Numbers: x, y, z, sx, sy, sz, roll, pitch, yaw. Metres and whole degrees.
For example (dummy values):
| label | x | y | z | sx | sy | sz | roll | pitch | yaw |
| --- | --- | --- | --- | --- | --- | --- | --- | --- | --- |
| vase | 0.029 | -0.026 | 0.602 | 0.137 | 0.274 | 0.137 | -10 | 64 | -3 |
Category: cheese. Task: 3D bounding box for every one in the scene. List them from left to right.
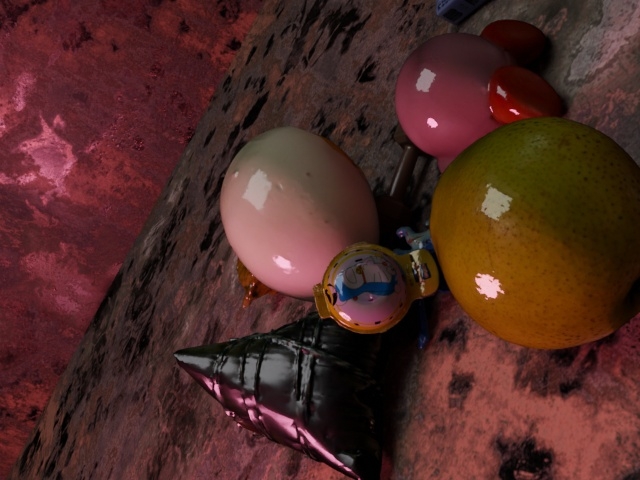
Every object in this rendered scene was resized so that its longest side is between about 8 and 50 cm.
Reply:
| label | x | y | z | sx | sy | sz | roll | pitch | yaw |
| --- | --- | --- | --- | --- | --- | --- | --- | --- | --- |
| cheese | 0.112 | 0.067 | 1.299 | 0.064 | 0.250 | 0.157 | 93 | 162 | -72 |

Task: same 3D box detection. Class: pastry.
| label | x | y | z | sx | sy | sz | roll | pitch | yaw |
| --- | --- | --- | --- | --- | --- | --- | --- | --- | --- |
| pastry | -0.112 | 0.020 | 1.937 | 0.235 | 0.132 | 0.240 | -101 | 30 | -45 |

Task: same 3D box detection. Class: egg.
| label | x | y | z | sx | sy | sz | roll | pitch | yaw |
| --- | --- | --- | --- | --- | --- | --- | --- | --- | --- |
| egg | -0.033 | -0.040 | 1.475 | 0.283 | 0.283 | 0.345 | -50 | 58 | 28 |

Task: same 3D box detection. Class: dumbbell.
| label | x | y | z | sx | sy | sz | roll | pitch | yaw |
| --- | --- | --- | --- | --- | --- | --- | --- | --- | --- |
| dumbbell | 0.163 | -0.131 | 1.571 | 0.092 | 0.082 | 0.231 | -1 | 65 | 63 |

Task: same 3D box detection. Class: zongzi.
| label | x | y | z | sx | sy | sz | roll | pitch | yaw |
| --- | --- | --- | --- | --- | --- | --- | --- | --- | --- |
| zongzi | 0.005 | 0.201 | 1.392 | 0.383 | 0.319 | 0.362 | 6 | 69 | 45 |

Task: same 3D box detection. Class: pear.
| label | x | y | z | sx | sy | sz | roll | pitch | yaw |
| --- | --- | --- | --- | --- | --- | --- | --- | --- | --- |
| pear | 0.277 | -0.006 | 0.974 | 0.294 | 0.294 | 0.294 | -46 | 28 | 34 |

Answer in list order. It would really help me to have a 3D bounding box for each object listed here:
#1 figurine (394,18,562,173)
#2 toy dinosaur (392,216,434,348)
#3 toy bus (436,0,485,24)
| label | x | y | z | sx | sy | sz | roll | pitch | yaw |
| --- | --- | --- | --- | --- | --- | --- | --- | --- | --- |
| figurine | 0.244 | -0.262 | 1.375 | 0.261 | 0.211 | 0.270 | -42 | 30 | 40 |
| toy dinosaur | 0.183 | 0.019 | 1.382 | 0.144 | 0.076 | 0.329 | 8 | 76 | 57 |
| toy bus | 0.319 | -0.531 | 1.682 | 0.167 | 0.073 | 0.076 | -31 | 42 | 57 |
